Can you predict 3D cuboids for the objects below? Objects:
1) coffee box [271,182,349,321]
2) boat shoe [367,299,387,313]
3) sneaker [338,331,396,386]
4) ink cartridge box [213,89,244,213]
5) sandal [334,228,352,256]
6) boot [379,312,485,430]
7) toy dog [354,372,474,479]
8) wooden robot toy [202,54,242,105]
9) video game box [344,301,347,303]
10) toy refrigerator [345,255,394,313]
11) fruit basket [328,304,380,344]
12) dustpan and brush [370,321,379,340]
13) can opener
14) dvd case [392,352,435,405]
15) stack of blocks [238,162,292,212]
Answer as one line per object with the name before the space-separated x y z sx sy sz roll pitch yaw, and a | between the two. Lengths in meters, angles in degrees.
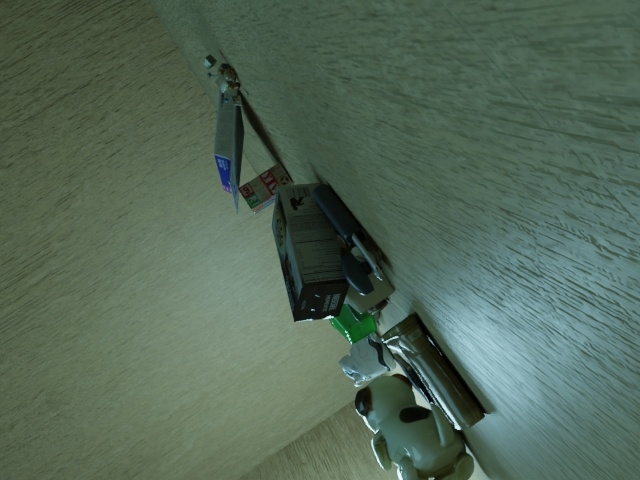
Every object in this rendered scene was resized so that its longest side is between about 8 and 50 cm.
coffee box | -0.031 0.027 1.442 0.168 0.119 0.297 105 154 -54
boat shoe | 0.139 0.158 1.672 0.060 0.064 0.178 56 178 -15
sneaker | 0.156 0.464 2.585 0.366 0.210 0.137 53 173 40
ink cartridge box | -0.309 -0.294 1.987 0.324 0.071 0.330 102 171 -74
sandal | 0.051 -0.003 1.530 0.088 0.079 0.240 114 149 -50
boot | 0.255 0.313 1.394 0.269 0.089 0.236 55 175 11
toy dog | 0.287 0.651 2.038 0.408 0.284 0.395 44 153 46
wooden robot toy | -0.269 -0.482 1.724 0.173 0.076 0.079 57 140 5
video game box | 0.046 0.108 1.801 0.205 0.048 0.187 49 -164 25
toy refrigerator | 0.097 0.106 1.534 0.094 0.102 0.269 58 176 -6
fruit basket | 0.069 0.166 2.042 0.327 0.165 0.353 67 178 -63
dustpan and brush | 0.183 0.309 2.208 0.147 0.060 0.211 60 175 -27
can opener | 0.055 -0.010 1.329 0.280 0.093 0.074 60 178 30
dvd case | 0.345 0.515 2.201 0.164 0.018 0.221 57 175 -7
stack of blocks | -0.196 -0.184 2.147 0.087 0.171 0.297 57 176 -2
